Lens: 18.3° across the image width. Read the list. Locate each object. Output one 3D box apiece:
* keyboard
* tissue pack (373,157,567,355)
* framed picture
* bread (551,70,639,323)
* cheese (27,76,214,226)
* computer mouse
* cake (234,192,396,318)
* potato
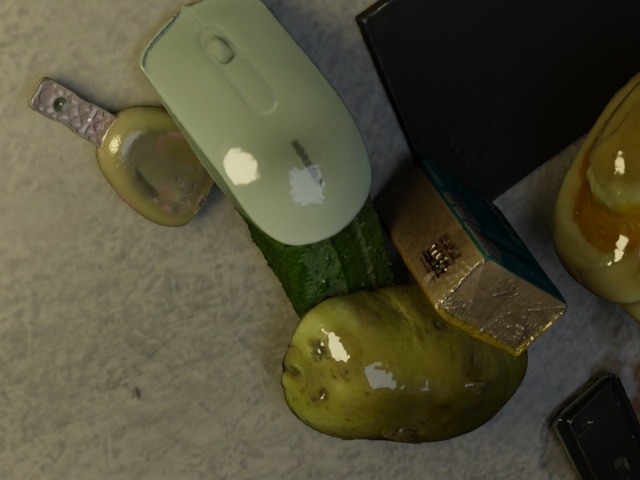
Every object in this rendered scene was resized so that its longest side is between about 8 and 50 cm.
[{"bbox_3d":[0.315,0.244,2.121,0.093,0.025,0.230,-39,126,-16],"label":"keyboard"},{"bbox_3d":[0.133,0.016,1.806,0.120,0.169,0.082,29,109,-37],"label":"tissue pack"},{"bbox_3d":[0.207,-0.198,1.874,0.338,0.014,0.255,-37,126,-15],"label":"framed picture"},{"bbox_3d":[0.383,-0.049,1.932,0.341,0.210,0.300,28,115,-33],"label":"bread"},{"bbox_3d":[-0.165,-0.083,1.661,0.192,0.037,0.097,29,90,-37],"label":"cheese"},{"bbox_3d":[-0.048,-0.103,1.647,0.128,0.079,0.231,-36,89,-16],"label":"computer mouse"},{"bbox_3d":[0.012,0.017,1.782,0.100,0.099,0.235,-37,126,-13],"label":"cake"},{"bbox_3d":[0.096,0.131,1.851,0.271,0.111,0.160,-2,124,-40],"label":"potato"}]
